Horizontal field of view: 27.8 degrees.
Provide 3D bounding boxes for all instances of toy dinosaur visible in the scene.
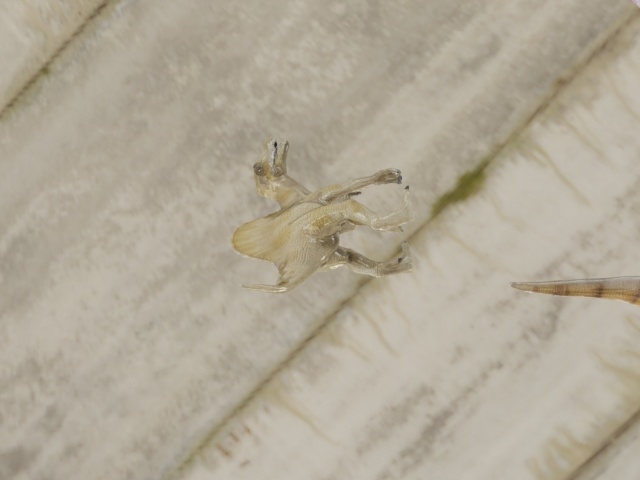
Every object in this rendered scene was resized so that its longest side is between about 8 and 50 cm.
[{"bbox_3d":[0.201,0.046,0.664,0.112,0.064,0.211,-49,-52,-3],"label":"toy dinosaur"},{"bbox_3d":[0.000,0.000,0.651,0.092,0.183,0.053,-5,-65,0],"label":"toy dinosaur"}]

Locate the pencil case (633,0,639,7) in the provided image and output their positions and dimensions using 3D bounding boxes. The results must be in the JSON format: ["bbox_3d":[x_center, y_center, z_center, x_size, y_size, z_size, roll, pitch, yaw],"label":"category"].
[{"bbox_3d":[0.234,-0.201,0.838,0.284,0.124,0.124,36,-80,-20],"label":"pencil case"}]
